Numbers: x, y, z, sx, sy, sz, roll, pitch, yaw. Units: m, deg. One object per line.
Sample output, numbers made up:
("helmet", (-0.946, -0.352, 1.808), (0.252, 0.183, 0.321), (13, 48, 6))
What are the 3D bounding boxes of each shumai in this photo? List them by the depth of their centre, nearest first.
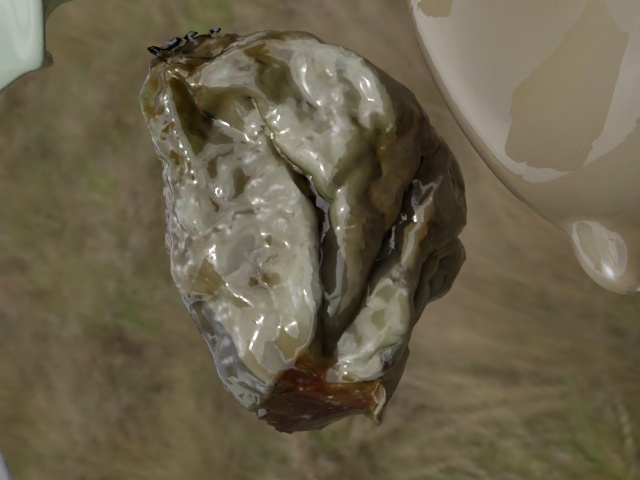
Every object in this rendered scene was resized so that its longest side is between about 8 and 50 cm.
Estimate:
("shumai", (0.004, 0.000, 1.098), (0.185, 0.184, 0.218), (-112, 5, -50))

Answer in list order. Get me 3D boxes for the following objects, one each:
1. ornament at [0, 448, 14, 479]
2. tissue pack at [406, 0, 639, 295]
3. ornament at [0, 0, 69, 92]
("ornament", (-0.272, 0.226, 0.924), (0.239, 0.240, 0.240), (61, 144, 28))
("tissue pack", (0.240, -0.134, 0.817), (0.267, 0.387, 0.277), (126, 137, -60))
("ornament", (-0.126, -0.167, 1.057), (0.285, 0.120, 0.130), (-32, 18, -21))
